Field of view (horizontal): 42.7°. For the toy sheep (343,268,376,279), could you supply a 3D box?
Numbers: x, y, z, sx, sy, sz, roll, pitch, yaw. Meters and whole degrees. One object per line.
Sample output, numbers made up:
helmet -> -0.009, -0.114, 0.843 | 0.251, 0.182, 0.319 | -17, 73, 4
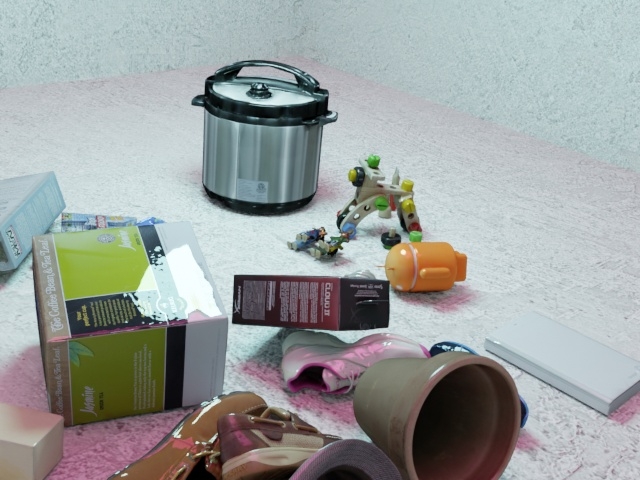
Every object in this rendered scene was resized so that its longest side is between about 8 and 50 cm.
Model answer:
toy sheep -> 0.094, 0.112, 1.973 | 0.091, 0.091, 0.132 | 11, 44, 11

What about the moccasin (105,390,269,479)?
moccasin -> -0.202, 0.368, 1.314 | 0.147, 0.139, 0.380 | 32, 30, 20

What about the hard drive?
hard drive -> 0.546, 0.261, 1.808 | 0.203, 0.040, 0.307 | -18, 34, -41

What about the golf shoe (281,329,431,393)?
golf shoe -> 0.069, 0.260, 1.646 | 0.306, 0.115, 0.140 | 0, 33, 7

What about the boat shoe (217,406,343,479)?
boat shoe -> -0.053, 0.319, 1.303 | 0.342, 0.123, 0.123 | 19, 42, -57

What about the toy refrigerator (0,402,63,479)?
toy refrigerator -> -0.577, 0.330, 1.366 | 0.270, 0.094, 0.102 | 10, 19, 8

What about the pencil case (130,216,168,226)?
pencil case -> -0.487, 0.029, 1.972 | 0.119, 0.133, 0.306 | 2, 15, 44

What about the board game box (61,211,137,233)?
board game box -> -0.570, -0.024, 2.117 | 0.194, 0.060, 0.194 | 0, 15, -18

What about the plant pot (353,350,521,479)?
plant pot -> 0.178, 0.306, 1.439 | 0.263, 0.263, 0.229 | -13, 13, -34

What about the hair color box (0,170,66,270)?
hair color box -> -0.794, -0.047, 2.040 | 0.185, 0.113, 0.374 | -9, 24, 7

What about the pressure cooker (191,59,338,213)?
pressure cooker -> -0.166, -0.329, 2.458 | 0.370, 0.420, 0.375 | -13, 30, -33

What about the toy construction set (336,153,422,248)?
toy construction set -> 0.187, -0.146, 2.357 | 0.258, 0.237, 0.309 | 10, 25, 8

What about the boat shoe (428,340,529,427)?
boat shoe -> 0.298, 0.283, 1.633 | 0.089, 0.109, 0.258 | -16, 30, -32

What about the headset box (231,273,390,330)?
headset box -> -0.005, 0.129, 1.715 | 0.293, 0.110, 0.218 | 0, -4, 32

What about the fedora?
fedora -> -0.008, 0.419, 1.175 | 0.124, 0.244, 0.275 | -7, 46, 49

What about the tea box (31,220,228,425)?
tea box -> -0.377, 0.148, 1.586 | 0.324, 0.220, 0.329 | -5, 36, -21

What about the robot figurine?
robot figurine -> 0.256, 0.066, 2.057 | 0.219, 0.128, 0.158 | 0, 47, -15

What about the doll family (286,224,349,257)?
doll family -> 0.000, 0.000, 2.205 | 0.193, 0.076, 0.111 | 22, 34, 37
